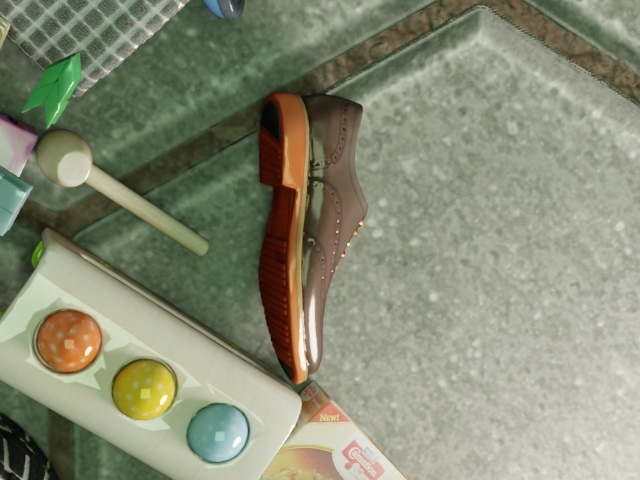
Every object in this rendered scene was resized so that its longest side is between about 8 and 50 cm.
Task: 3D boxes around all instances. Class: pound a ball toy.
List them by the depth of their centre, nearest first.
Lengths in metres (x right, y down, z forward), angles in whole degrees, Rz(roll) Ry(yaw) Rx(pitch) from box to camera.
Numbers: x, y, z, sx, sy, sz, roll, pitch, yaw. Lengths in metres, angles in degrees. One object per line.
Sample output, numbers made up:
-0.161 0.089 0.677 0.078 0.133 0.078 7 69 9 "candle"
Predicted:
-0.158 0.074 1.103 0.319 0.136 0.208 35 92 -20 "pound a ball toy"

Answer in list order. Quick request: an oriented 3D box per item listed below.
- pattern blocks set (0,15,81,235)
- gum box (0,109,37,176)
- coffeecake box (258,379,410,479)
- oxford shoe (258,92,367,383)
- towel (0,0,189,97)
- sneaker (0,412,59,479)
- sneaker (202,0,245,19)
-0.348 -0.154 0.964 0.325 0.026 0.285 23 111 0 "pattern blocks set"
-0.327 -0.041 1.069 0.107 0.062 0.188 25 95 -19 "gum box"
-0.021 0.254 1.215 0.185 0.068 0.142 -43 109 -3 "coffeecake box"
0.000 0.000 1.153 0.098 0.097 0.271 -3 103 -21 "oxford shoe"
-0.178 -0.276 0.974 0.284 0.121 0.235 -36 109 27 "towel"
-0.361 0.196 1.103 0.300 0.111 0.121 34 102 -14 "sneaker"
-0.133 -0.281 1.075 0.082 0.069 0.209 -17 117 19 "sneaker"
